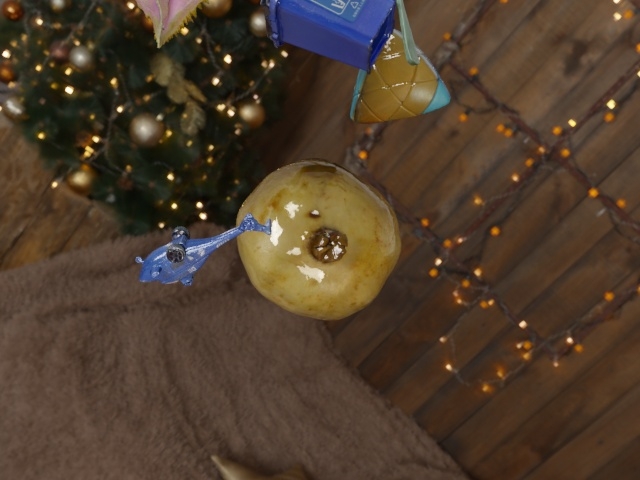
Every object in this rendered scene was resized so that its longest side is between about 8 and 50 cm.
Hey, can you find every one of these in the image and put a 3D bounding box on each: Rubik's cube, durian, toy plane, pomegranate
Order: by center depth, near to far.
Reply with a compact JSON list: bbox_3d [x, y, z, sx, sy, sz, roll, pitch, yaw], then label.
[{"bbox_3d":[-0.134,0.011,0.837,0.062,0.167,0.054,59,11,-25],"label":"toy plane"},{"bbox_3d":[-0.206,-0.371,0.948,0.182,0.165,0.132,48,26,-30],"label":"durian"},{"bbox_3d":[-0.005,-0.008,1.295,0.307,0.307,0.307,35,22,-17],"label":"pomegranate"},{"bbox_3d":[0.162,-0.432,1.740,0.254,0.254,0.254,35,22,-17],"label":"Rubik's cube"}]

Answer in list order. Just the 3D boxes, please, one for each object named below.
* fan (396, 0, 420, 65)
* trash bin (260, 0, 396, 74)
[{"bbox_3d":[0.154,-0.418,1.378,0.038,0.016,0.193,-1,77,-56],"label":"fan"},{"bbox_3d":[0.018,-0.431,1.422,0.234,0.162,0.184,26,-14,8],"label":"trash bin"}]
